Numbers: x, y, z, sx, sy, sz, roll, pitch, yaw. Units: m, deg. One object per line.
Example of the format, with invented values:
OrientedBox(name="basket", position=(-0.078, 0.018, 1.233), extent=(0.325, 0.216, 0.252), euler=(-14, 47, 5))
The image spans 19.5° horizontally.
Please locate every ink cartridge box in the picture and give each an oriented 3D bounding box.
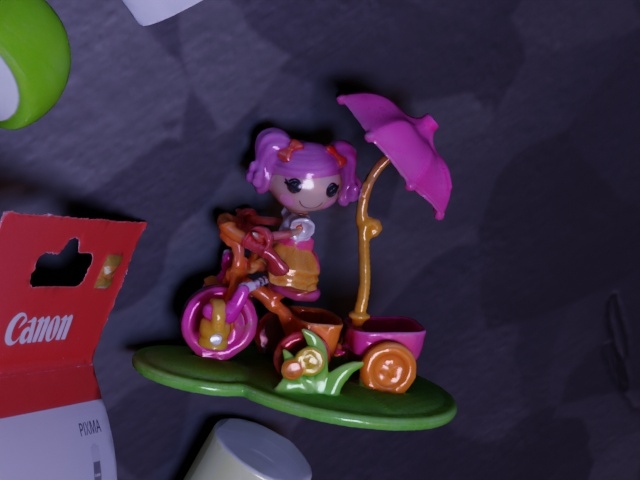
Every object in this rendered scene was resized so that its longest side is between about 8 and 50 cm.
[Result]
OrientedBox(name="ink cartridge box", position=(-0.132, 0.101, 0.858), extent=(0.225, 0.056, 0.181), euler=(-66, 167, 5))

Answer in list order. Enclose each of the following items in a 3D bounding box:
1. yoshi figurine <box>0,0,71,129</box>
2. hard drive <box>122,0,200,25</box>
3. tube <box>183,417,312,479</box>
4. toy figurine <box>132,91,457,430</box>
OrientedBox(name="yoshi figurine", position=(-0.222, -0.116, 0.646), extent=(0.203, 0.203, 0.362), euler=(-36, 137, 5))
OrientedBox(name="hard drive", position=(-0.060, -0.252, 0.698), extent=(0.210, 0.040, 0.319), euler=(-27, 128, 10))
OrientedBox(name="tube", position=(-0.087, 0.211, 1.046), extent=(0.070, 0.062, 0.240), euler=(28, 108, -2))
OrientedBox(name="toy figurine", position=(0.000, 0.000, 0.957), extent=(0.173, 0.130, 0.159), euler=(8, 100, -14))
